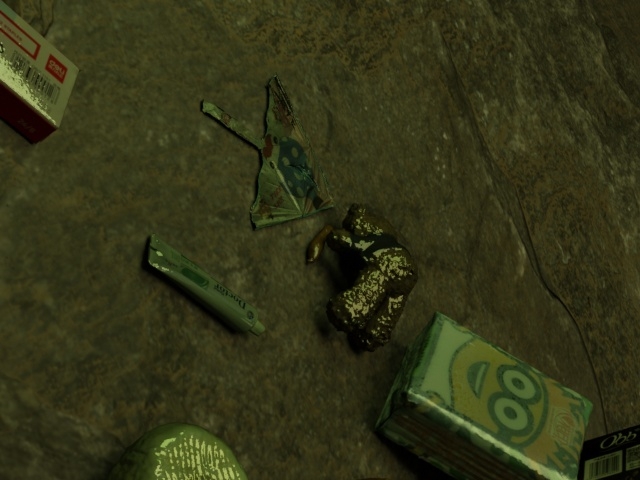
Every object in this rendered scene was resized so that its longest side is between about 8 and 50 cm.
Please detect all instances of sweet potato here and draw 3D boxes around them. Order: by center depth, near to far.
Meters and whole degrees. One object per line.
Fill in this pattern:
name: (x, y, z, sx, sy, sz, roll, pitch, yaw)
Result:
sweet potato: (0.000, 0.000, 2.138, 0.026, 0.026, 0.115, 55, 34, -16)

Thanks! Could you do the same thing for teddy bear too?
teddy bear: (0.091, 0.052, 2.135, 0.182, 0.129, 0.251, 52, 29, -46)

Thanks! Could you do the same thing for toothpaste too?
toothpaste: (-0.156, 0.069, 1.859, 0.218, 0.041, 0.064, 40, 29, -30)

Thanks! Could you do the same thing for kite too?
kite: (-0.077, -0.139, 2.136, 0.314, 0.011, 0.335, 37, 41, -35)

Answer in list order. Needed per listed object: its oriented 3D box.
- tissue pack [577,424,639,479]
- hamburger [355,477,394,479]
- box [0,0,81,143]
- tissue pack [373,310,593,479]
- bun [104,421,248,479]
tissue pack: (0.470, 0.437, 2.198, 0.198, 0.370, 0.210, 52, 35, -22)
hamburger: (0.110, 0.492, 1.654, 0.268, 0.287, 0.445, 57, 36, -16)
box: (-0.410, -0.237, 1.688, 0.229, 0.050, 0.123, 41, 38, -32)
tissue pack: (0.263, 0.280, 2.133, 0.311, 0.128, 0.228, 31, 39, -2)
bun: (-0.170, 0.318, 1.599, 0.195, 0.118, 0.195, 30, 43, -34)
